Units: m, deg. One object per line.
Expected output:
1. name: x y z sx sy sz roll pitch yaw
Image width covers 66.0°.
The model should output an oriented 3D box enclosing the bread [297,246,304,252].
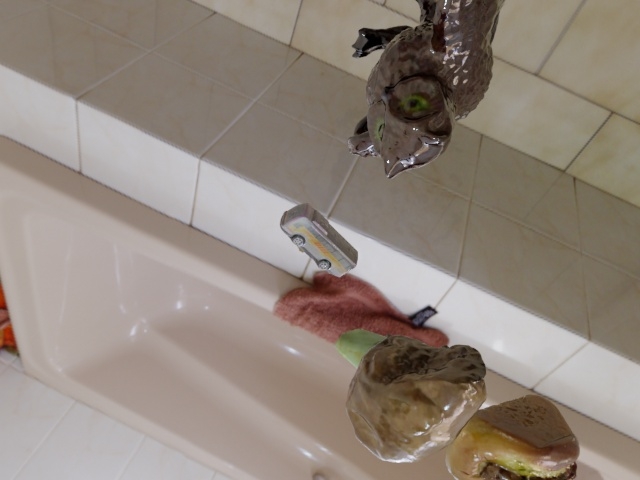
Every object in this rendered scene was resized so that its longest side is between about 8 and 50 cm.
1. bread: -0.033 -0.031 1.178 0.060 0.066 0.110 28 139 38

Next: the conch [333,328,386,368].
1. conch: 0.169 0.292 1.197 0.250 0.143 0.137 31 159 48

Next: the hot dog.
1. hot dog: 0.518 0.535 1.253 0.223 0.405 0.185 31 111 47

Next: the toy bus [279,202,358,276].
1. toy bus: 0.000 0.000 0.965 0.072 0.057 0.172 -29 121 30

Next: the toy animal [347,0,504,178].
1. toy animal: 0.090 -0.120 0.358 0.116 0.180 0.218 14 146 -18

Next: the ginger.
1. ginger: 0.182 0.319 0.958 0.269 0.200 0.223 8 108 34
